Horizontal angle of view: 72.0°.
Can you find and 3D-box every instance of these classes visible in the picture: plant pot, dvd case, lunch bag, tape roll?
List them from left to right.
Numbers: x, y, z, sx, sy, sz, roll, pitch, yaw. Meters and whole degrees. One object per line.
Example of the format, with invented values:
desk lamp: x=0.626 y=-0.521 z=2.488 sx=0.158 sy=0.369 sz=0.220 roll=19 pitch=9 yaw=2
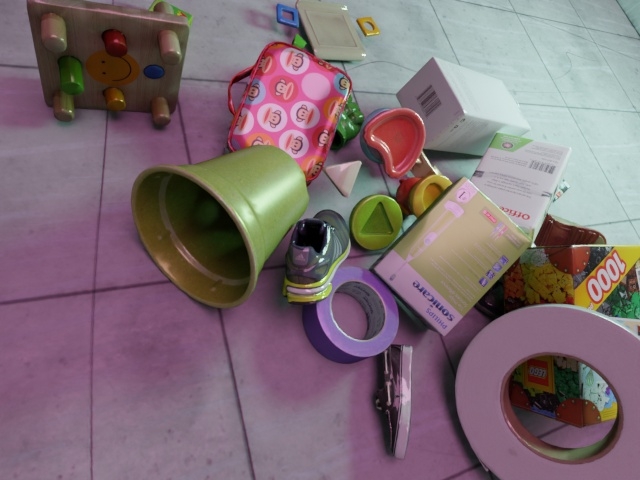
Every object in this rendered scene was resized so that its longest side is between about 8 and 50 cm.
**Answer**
plant pot: x=-0.158 y=-0.057 z=0.835 sx=0.276 sy=0.276 sz=0.254 roll=45 pitch=44 yaw=1
lunch bag: x=-0.088 y=-0.285 z=0.995 sx=0.258 sy=0.120 sz=0.293 roll=23 pitch=81 yaw=-9
tape roll: x=0.063 y=0.156 z=0.922 sx=0.189 sy=0.080 sz=0.189 roll=11 pitch=62 yaw=-21
dvd case: x=0.779 y=-0.188 z=1.470 sx=0.119 sy=0.013 sz=0.087 roll=-33 pitch=82 yaw=-32
tape roll: x=0.465 y=0.319 z=0.863 sx=0.072 sy=0.392 sz=0.392 roll=4 pitch=60 yaw=-58

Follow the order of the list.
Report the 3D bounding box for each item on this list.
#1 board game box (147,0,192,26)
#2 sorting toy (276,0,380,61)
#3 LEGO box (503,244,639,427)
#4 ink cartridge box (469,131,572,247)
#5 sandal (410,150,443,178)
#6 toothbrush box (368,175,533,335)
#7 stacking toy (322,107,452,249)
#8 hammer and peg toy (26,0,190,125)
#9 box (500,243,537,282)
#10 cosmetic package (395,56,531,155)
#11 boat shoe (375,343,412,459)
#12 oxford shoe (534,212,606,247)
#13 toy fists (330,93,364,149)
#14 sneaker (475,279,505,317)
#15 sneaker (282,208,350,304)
board game box: x=-0.383 y=-0.490 z=1.050 sx=0.092 sy=0.043 sz=0.181 roll=23 pitch=59 yaw=-14
sorting toy: x=0.028 y=-0.612 z=1.306 sx=0.347 sy=0.047 sz=0.196 roll=-10 pitch=75 yaw=-29
LEGO box: x=0.697 y=0.199 z=1.070 sx=0.500 sy=0.193 sz=0.372 roll=0 pitch=86 yaw=-25
ink cartridge box: x=0.509 y=-0.135 z=1.170 sx=0.198 sy=0.115 sz=0.273 roll=23 pitch=68 yaw=29
sandal: x=0.232 y=-0.207 z=1.176 sx=0.240 sy=0.088 sz=0.079 roll=43 pitch=50 yaw=-6
toothbrush box: x=0.281 y=0.035 z=0.982 sx=0.206 sy=0.122 sz=0.283 roll=43 pitch=86 yaw=3
stacking toy: x=0.145 y=-0.145 z=1.061 sx=0.279 sy=0.130 sz=0.309 roll=-34 pitch=114 yaw=-9
hammer and peg toy: x=-0.368 y=-0.358 z=0.801 sx=0.266 sy=0.361 sz=0.127 roll=-4 pitch=68 yaw=-28
box: x=0.539 y=0.072 z=1.183 sx=0.101 sy=0.087 sz=0.102 roll=-30 pitch=81 yaw=-33
cosmetic package: x=0.415 y=-0.367 z=1.257 sx=0.365 sy=0.155 sz=0.197 roll=-2 pitch=64 yaw=-41
boat shoe: x=0.149 y=0.321 z=0.893 sx=0.070 sy=0.078 sz=0.219 roll=1 pitch=64 yaw=13
oxford shoe: x=0.632 y=-0.031 z=1.284 sx=0.348 sy=0.123 sz=0.130 roll=21 pitch=14 yaw=-3
toy fists: x=-0.011 y=-0.363 z=1.134 sx=0.279 sy=0.096 sz=0.142 roll=34 pitch=56 yaw=-5
sneaker: x=0.415 y=0.083 z=1.096 sx=0.087 sy=0.130 sz=0.227 roll=-22 pitch=79 yaw=-30
sneaker: x=0.000 y=0.000 z=0.890 sx=0.111 sy=0.121 sz=0.300 roll=5 pitch=30 yaw=8
